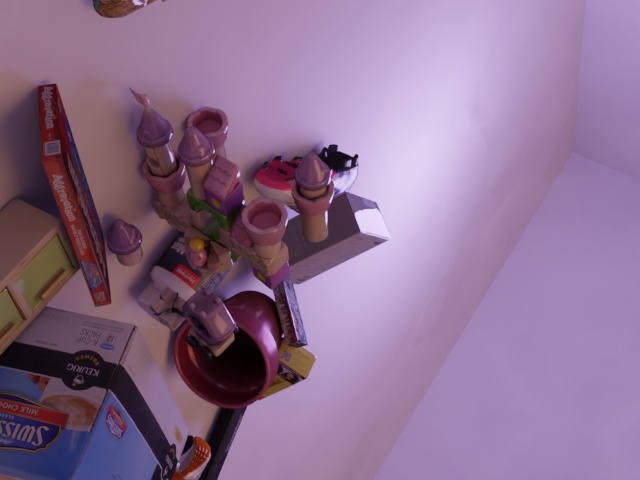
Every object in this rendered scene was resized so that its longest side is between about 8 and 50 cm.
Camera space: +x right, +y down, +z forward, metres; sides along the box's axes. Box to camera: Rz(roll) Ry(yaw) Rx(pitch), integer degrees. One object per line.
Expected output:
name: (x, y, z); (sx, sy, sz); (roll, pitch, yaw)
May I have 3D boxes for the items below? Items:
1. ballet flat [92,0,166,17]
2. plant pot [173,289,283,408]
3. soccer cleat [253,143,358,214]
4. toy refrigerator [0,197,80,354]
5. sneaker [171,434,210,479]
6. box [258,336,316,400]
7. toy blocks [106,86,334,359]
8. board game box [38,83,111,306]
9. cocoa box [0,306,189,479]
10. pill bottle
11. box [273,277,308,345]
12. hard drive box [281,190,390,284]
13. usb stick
ballet flat: (-0.224, -0.343, 1.170); (0.206, 0.073, 0.067); (-33, 171, -44)
plant pot: (-0.159, 0.192, 1.723); (0.180, 0.201, 0.201); (-53, 160, -60)
soccer cleat: (-0.024, -0.095, 1.759); (0.331, 0.116, 0.143); (-22, 134, -57)
toy refrigerator: (-0.429, 0.083, 1.123); (0.269, 0.094, 0.102); (-54, 155, -31)
sneaker: (-0.325, 0.532, 1.845); (0.262, 0.099, 0.121); (-39, 152, -41)
box: (-0.103, 0.273, 1.880); (0.232, 0.087, 0.058); (-34, -156, 54)
toy blocks: (-0.168, -0.060, 1.300); (0.309, 0.288, 0.260); (-47, 156, -26)
board game box: (-0.324, -0.053, 1.178); (0.027, 0.145, 0.281); (-11, 140, -7)
cocoa box: (-0.358, 0.278, 1.260); (0.347, 0.231, 0.228); (82, 22, -55)
pill bottle: (-0.226, 0.057, 1.517); (0.180, 0.108, 0.108); (-54, 155, -19)
box: (-0.062, 0.142, 1.762); (0.094, 0.027, 0.137); (44, 30, -74)
hard drive box: (0.000, 0.000, 1.787); (0.232, 0.089, 0.181); (-26, 165, 19)
usb stick: (-0.218, 0.439, 2.021); (0.077, 0.045, 0.278); (-1, 115, -63)
